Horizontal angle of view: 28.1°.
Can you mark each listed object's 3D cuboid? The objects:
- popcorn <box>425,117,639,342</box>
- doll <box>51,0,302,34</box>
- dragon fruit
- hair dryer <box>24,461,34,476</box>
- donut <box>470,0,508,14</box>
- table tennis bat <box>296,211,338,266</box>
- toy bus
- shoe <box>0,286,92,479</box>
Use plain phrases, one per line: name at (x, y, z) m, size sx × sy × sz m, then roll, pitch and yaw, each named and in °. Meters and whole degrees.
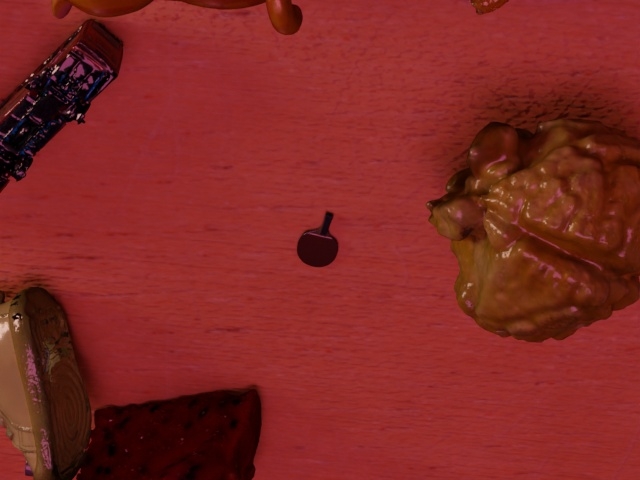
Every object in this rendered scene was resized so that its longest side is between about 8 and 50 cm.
popcorn at (0.247, -0.014, 1.387) m, size 0.258 × 0.224 × 0.270 m, roll -4°, pitch 132°, yaw 18°
doll at (-0.148, -0.299, 1.257) m, size 0.270 × 0.162 × 0.166 m, roll 3°, pitch 142°, yaw 16°
dragon fruit at (-0.251, 0.353, 1.680) m, size 0.240 × 0.330 × 0.302 m, roll 28°, pitch 129°, yaw 12°
hair dryer at (-0.375, 0.283, 1.779) m, size 0.063 × 0.037 × 0.114 m, roll 9°, pitch 119°, yaw -3°
donut at (0.157, -0.281, 1.309) m, size 0.108 × 0.043 × 0.097 m, roll 15°, pitch 127°, yaw -11°
table tennis bat at (0.000, 0.000, 1.548) m, size 0.050 × 0.007 × 0.083 m, roll 16°, pitch 128°, yaw -5°
toy bus at (-0.314, -0.145, 1.419) m, size 0.235 × 0.096 × 0.073 m, roll -37°, pitch 116°, yaw 27°
shoe at (-0.365, 0.186, 1.634) m, size 0.128 × 0.140 × 0.262 m, roll -1°, pitch 104°, yaw 27°
